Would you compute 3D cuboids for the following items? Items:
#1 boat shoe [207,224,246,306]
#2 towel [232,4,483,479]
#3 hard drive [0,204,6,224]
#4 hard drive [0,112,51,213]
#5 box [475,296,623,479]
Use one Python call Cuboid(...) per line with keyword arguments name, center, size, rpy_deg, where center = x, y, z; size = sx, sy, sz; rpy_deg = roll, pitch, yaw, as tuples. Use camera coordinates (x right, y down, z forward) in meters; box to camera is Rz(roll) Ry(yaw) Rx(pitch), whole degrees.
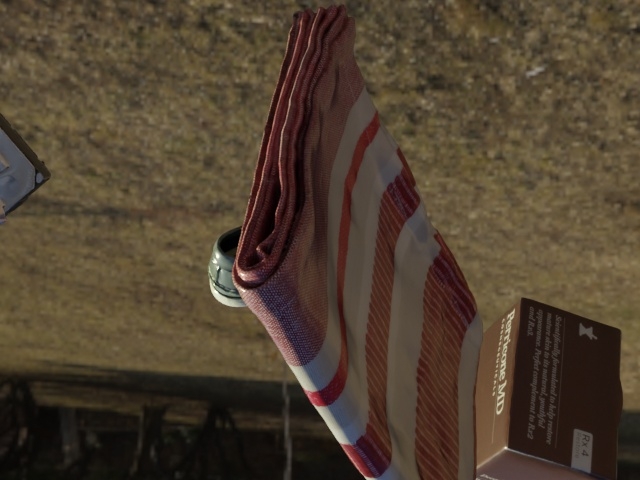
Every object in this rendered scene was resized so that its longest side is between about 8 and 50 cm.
Cuboid(name="boat shoe", center=(0.000, 0.000, 1.382), size=(0.319, 0.116, 0.099), rpy_deg=(-16, 140, -12))
Cuboid(name="towel", center=(0.047, 0.046, 0.633), size=(0.037, 0.237, 0.329), rpy_deg=(-12, 132, 21))
Cuboid(name="hard drive", center=(-0.439, 0.036, 0.799), size=(0.318, 0.040, 0.210), rpy_deg=(-34, 158, 11))
Cuboid(name="hard drive", center=(-0.543, -0.063, 1.269), size=(0.339, 0.237, 0.064), rpy_deg=(-38, -172, 3))
Cuboid(name="box", center=(0.212, 0.246, 1.239), size=(0.143, 0.191, 0.381), rpy_deg=(20, 146, -10))
